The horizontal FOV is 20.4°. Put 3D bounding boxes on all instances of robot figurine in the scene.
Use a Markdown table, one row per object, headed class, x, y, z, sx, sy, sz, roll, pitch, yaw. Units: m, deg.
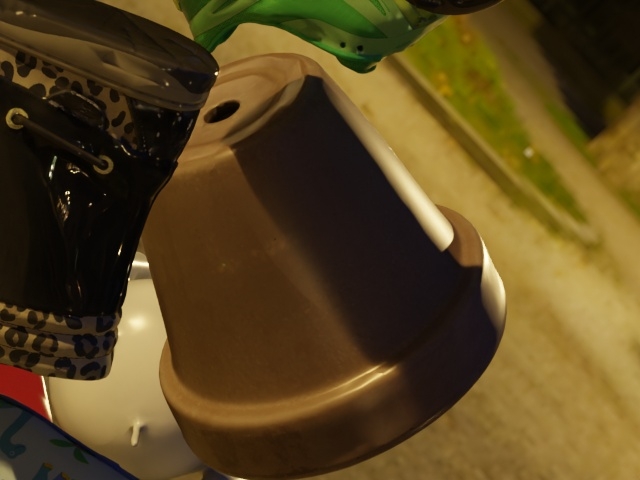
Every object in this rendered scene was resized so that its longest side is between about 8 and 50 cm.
| class | x | y | z | sx | sy | sz | roll | pitch | yaw |
| --- | --- | --- | --- | --- | --- | --- | --- | --- | --- |
| robot figurine | -0.152 | 0.141 | 1.818 | 0.300 | 0.199 | 0.353 | 59 | 9 | 10 |

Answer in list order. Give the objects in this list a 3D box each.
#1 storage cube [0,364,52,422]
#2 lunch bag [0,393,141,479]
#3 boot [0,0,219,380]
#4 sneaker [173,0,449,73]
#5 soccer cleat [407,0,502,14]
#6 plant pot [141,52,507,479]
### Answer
| class | x | y | z | sx | sy | sz | roll | pitch | yaw |
| --- | --- | --- | --- | --- | --- | --- | --- | --- | --- |
| storage cube | -0.399 | 0.226 | 1.853 | 0.183 | 0.215 | 0.193 | 22 | 45 | -52 |
| lunch bag | -0.155 | 0.198 | 0.938 | 0.219 | 0.176 | 0.090 | 31 | -33 | 6 |
| boot | -0.182 | -0.043 | 0.856 | 0.236 | 0.179 | 0.085 | 18 | 19 | 3 |
| sneaker | 0.049 | -0.168 | 1.090 | 0.109 | 0.295 | 0.123 | -54 | 139 | -66 |
| soccer cleat | 0.025 | -0.258 | 0.869 | 0.318 | 0.108 | 0.116 | 59 | 19 | -30 |
| plant pot | -0.027 | 0.002 | 1.255 | 0.263 | 0.263 | 0.229 | -109 | 173 | -61 |
